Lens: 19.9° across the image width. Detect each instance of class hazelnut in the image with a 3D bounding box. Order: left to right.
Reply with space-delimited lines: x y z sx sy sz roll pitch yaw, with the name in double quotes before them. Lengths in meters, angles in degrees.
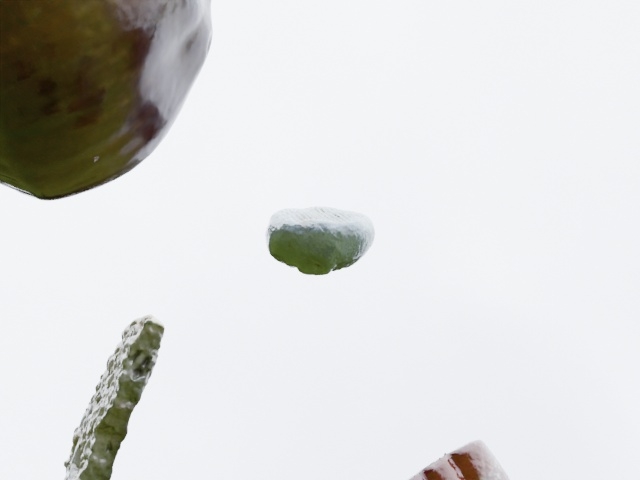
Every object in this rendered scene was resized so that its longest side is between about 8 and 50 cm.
"hazelnut" -0.175 -0.132 1.263 0.218 0.218 0.234 26 -6 1

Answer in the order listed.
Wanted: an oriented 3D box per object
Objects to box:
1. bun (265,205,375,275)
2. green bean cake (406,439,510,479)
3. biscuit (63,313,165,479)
"bun" 0.000 0.000 1.361 0.083 0.083 0.045 10 -74 23
"green bean cake" 0.050 0.191 1.155 0.056 0.135 0.135 55 -27 14
"biscuit" -0.197 0.173 1.622 0.032 0.250 0.133 20 6 -14
